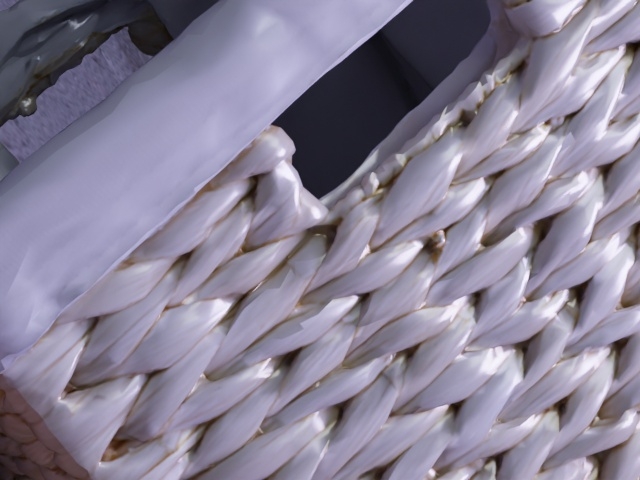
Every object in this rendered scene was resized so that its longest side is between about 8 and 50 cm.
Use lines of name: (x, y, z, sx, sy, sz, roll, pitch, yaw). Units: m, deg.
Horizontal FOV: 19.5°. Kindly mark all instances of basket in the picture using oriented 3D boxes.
basket: (0.000, 0.000, 0.722, 0.266, 0.328, 0.331, 53, -20, -16)
